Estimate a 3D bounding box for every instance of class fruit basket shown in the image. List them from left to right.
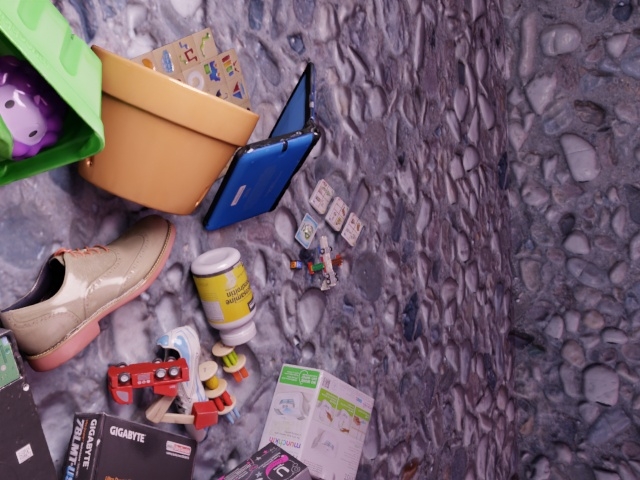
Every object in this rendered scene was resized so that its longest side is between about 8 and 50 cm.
[{"bbox_3d":[-0.490,-0.187,0.944,0.392,0.282,0.392,43,40,-51],"label":"fruit basket"}]

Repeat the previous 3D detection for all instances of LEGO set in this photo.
[{"bbox_3d":[0.000,0.000,1.837,0.182,0.060,0.244,46,53,-31],"label":"LEGO set"}]

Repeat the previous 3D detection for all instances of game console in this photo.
[{"bbox_3d":[-0.124,-0.183,1.478,0.250,0.293,0.173,-20,72,-32],"label":"game console"}]

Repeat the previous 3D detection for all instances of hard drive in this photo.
[{"bbox_3d":[-0.515,0.325,1.078,0.237,0.064,0.339,-32,118,-50],"label":"hard drive"}]

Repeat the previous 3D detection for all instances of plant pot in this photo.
[{"bbox_3d":[-0.270,-0.171,1.237,0.290,0.290,0.204,12,103,-55],"label":"plant pot"}]

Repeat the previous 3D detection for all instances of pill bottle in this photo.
[{"bbox_3d":[-0.188,0.114,1.501,0.103,0.103,0.184,-41,124,-47],"label":"pill bottle"}]

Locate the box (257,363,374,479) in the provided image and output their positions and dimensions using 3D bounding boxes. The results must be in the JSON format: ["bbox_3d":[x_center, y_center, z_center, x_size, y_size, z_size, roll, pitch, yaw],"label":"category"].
[{"bbox_3d":[-0.003,0.445,1.763,0.262,0.126,0.231,38,61,-49],"label":"box"}]

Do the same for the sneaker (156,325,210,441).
[{"bbox_3d":[-0.265,0.281,1.429,0.086,0.085,0.237,-18,108,-34],"label":"sneaker"}]

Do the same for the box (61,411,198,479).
[{"bbox_3d":[-0.330,0.465,1.271,0.295,0.073,0.294,47,45,-57],"label":"box"}]

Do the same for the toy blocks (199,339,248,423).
[{"bbox_3d":[-0.190,0.295,1.549,0.123,0.054,0.148,-52,132,-39],"label":"toy blocks"}]

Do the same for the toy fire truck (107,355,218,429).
[{"bbox_3d":[-0.285,0.283,1.351,0.191,0.047,0.135,-4,108,-20],"label":"toy fire truck"}]

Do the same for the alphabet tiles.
[{"bbox_3d":[-0.251,-0.250,1.475,0.342,0.011,0.285,-42,125,-46],"label":"alphabet tiles"}]

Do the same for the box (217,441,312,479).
[{"bbox_3d":[-0.134,0.562,1.506,0.247,0.142,0.164,-30,117,-28],"label":"box"}]

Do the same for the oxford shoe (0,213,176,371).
[{"bbox_3d":[-0.370,0.050,1.227,0.348,0.122,0.130,-54,128,-40],"label":"oxford shoe"}]
